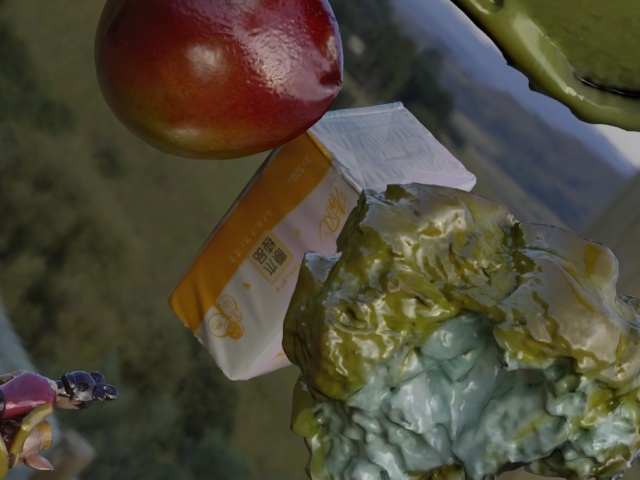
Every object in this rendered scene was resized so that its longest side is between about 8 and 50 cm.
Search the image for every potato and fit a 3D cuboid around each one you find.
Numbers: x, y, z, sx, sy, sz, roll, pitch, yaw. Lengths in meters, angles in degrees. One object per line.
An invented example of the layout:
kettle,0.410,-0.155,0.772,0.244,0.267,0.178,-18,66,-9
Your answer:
potato,0.260,-0.248,1.357,0.330,0.212,0.280,-1,-39,33

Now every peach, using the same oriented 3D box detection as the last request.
peach,-0.070,-0.146,1.311,0.197,0.197,0.197,45,6,-6

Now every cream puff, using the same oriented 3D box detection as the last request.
cream puff,0.058,0.036,0.675,0.156,0.156,0.121,44,36,-18

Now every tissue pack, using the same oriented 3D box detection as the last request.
tissue pack,0.000,0.000,1.535,0.124,0.225,0.185,47,29,15

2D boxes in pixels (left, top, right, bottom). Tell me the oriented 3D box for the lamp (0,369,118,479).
lamp,-0.317,0.171,1.612,0.253,0.118,0.118,-3,41,-42
